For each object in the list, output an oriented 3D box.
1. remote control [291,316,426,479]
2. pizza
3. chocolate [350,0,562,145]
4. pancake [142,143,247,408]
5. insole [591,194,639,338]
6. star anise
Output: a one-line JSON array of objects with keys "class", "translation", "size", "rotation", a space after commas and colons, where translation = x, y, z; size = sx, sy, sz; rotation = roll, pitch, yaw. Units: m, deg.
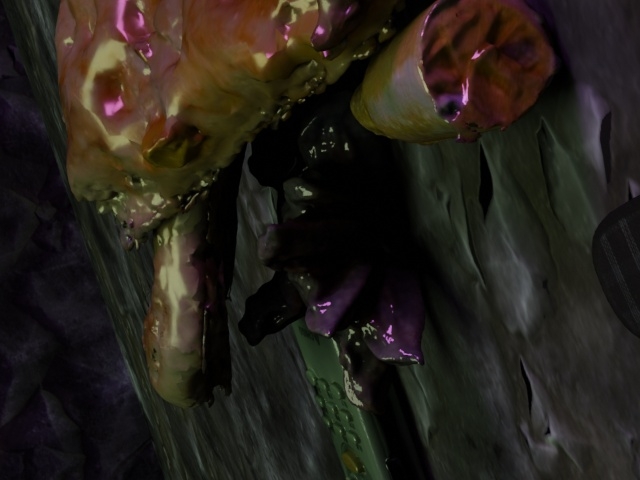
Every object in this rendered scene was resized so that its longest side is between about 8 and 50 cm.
[{"class": "remote control", "translation": [0.043, 0.176, 1.279], "size": [0.140, 0.056, 0.296], "rotation": [12, 123, 70]}, {"class": "pizza", "translation": [-0.102, -0.236, 0.912], "size": [0.435, 0.080, 0.392], "rotation": [-33, 65, 51]}, {"class": "chocolate", "translation": [0.064, -0.095, 0.812], "size": [0.219, 0.085, 0.086], "rotation": [-179, 67, -77]}, {"class": "pancake", "translation": [-0.097, -0.037, 1.172], "size": [0.382, 0.071, 0.382], "rotation": [-176, 90, -90]}, {"class": "insole", "translation": [0.188, -0.013, 0.610], "size": [0.110, 0.012, 0.309], "rotation": [65, 164, 8]}, {"class": "star anise", "translation": [0.001, -0.003, 1.053], "size": [0.212, 0.129, 0.283], "rotation": [176, 89, -77]}]
